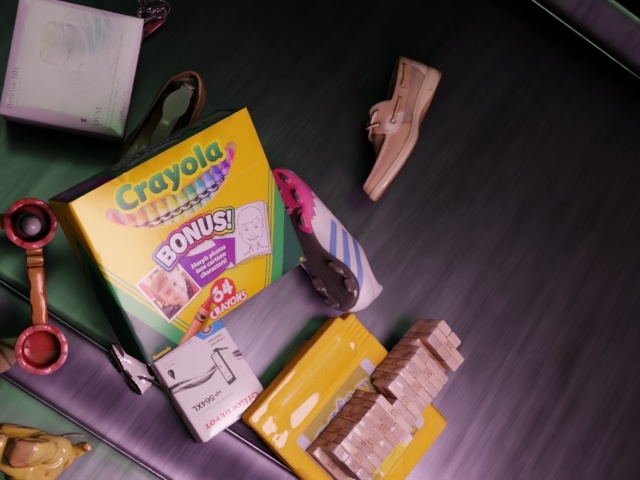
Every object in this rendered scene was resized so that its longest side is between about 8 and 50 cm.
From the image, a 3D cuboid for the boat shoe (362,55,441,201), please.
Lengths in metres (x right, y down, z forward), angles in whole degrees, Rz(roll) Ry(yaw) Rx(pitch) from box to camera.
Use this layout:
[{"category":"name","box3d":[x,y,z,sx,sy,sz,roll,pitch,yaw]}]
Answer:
[{"category":"boat shoe","box3d":[0.144,-0.233,1.881,0.110,0.121,0.341,26,61,-4]}]

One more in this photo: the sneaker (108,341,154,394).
[{"category":"sneaker","box3d":[-0.347,0.230,1.672,0.044,0.040,0.109,-37,92,-36]}]

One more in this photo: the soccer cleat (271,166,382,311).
[{"category":"soccer cleat","box3d":[0.000,0.000,1.795,0.143,0.116,0.331,-5,59,-56]}]

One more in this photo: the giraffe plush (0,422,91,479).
[{"category":"giraffe plush","box3d":[-0.498,0.409,1.537,0.210,0.181,0.170,17,81,-47]}]

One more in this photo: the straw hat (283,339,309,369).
[{"category":"straw hat","box3d":[0.005,0.251,1.748,0.144,0.061,0.144,4,75,-14]}]

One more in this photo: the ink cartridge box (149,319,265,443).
[{"category":"ink cartridge box","box3d":[-0.211,0.248,1.675,0.148,0.086,0.203,-32,87,-21]}]

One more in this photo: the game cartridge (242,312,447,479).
[{"category":"game cartridge","box3d":[0.054,0.335,1.703,0.285,0.053,0.323,-48,109,-21]}]

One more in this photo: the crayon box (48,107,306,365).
[{"category":"crayon box","box3d":[-0.235,-0.016,1.594,0.363,0.106,0.313,-34,116,-29]}]

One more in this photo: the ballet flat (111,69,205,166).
[{"category":"ballet flat","box3d":[-0.309,-0.186,1.733,0.116,0.124,0.342,29,71,-7]}]

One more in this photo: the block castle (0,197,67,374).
[{"category":"block castle","box3d":[-0.656,0.094,1.484,0.453,0.213,0.303,-5,93,-19]}]

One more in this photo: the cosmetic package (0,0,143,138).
[{"category":"cosmetic package","box3d":[-0.458,-0.315,1.692,0.225,0.138,0.224,10,89,-11]}]

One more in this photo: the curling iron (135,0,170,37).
[{"category":"curling iron","box3d":[-0.407,-0.386,1.796,0.274,0.035,0.068,-44,122,-11]}]

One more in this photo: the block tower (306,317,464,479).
[{"category":"block tower","box3d":[0.127,0.292,1.667,0.335,0.097,0.091,-47,107,-20]}]
